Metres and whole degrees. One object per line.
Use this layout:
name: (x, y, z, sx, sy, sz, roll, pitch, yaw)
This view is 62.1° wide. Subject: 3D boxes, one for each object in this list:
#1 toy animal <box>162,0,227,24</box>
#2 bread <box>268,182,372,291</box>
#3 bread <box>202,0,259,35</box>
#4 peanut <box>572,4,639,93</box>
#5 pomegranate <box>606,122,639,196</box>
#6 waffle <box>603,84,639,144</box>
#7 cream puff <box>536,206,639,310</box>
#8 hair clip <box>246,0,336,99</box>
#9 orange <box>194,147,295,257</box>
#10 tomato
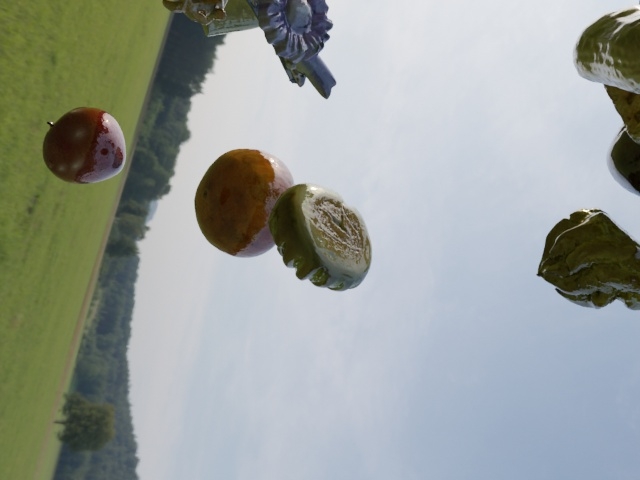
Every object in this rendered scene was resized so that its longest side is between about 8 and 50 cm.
toy animal: (-0.140, -0.269, 0.599, 0.083, 0.081, 0.060, -132, -156, -54)
bread: (0.000, 0.000, 0.941, 0.105, 0.213, 0.213, -31, -136, 35)
bread: (-0.136, -0.438, 0.952, 0.060, 0.178, 0.139, 113, -43, -63)
peanut: (0.521, -0.313, 0.858, 0.319, 0.148, 0.147, -83, -164, -71)
pomegranate: (0.946, -0.221, 1.412, 0.291, 0.323, 0.290, -46, 161, -21)
waffle: (0.683, -0.340, 1.047, 0.221, 0.055, 0.247, -45, -147, 44)
cream puff: (0.764, 0.079, 1.453, 0.257, 0.325, 0.291, -47, -142, 24)
hair clip: (-0.066, -0.276, 0.582, 0.085, 0.292, 0.106, 11, -114, 41)
orange: (-0.194, -0.097, 1.356, 0.284, 0.226, 0.283, -16, -112, 43)
tomato: (-0.472, -0.189, 1.086, 0.167, 0.167, 0.167, -50, -149, 46)
